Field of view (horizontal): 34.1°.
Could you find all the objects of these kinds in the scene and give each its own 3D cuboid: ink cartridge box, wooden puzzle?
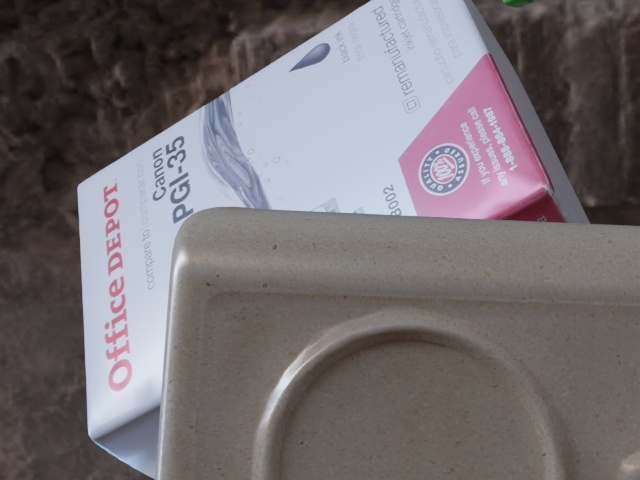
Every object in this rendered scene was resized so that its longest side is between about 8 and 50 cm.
[{"bbox_3d":[0.000,0.000,0.616,0.117,0.283,0.207,44,-157,-44],"label":"ink cartridge box"},{"bbox_3d":[0.100,0.155,0.374,0.080,0.322,0.347,102,170,-65],"label":"wooden puzzle"}]

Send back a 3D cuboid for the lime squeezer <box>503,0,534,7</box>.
[{"bbox_3d":[0.107,-0.292,0.680,0.110,0.059,0.310,148,129,-79],"label":"lime squeezer"}]
